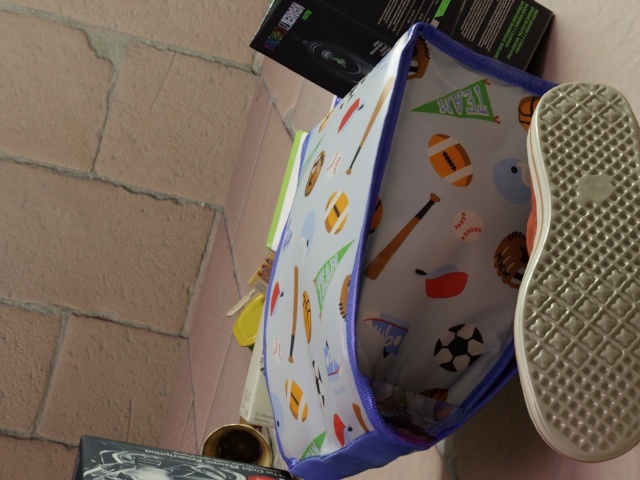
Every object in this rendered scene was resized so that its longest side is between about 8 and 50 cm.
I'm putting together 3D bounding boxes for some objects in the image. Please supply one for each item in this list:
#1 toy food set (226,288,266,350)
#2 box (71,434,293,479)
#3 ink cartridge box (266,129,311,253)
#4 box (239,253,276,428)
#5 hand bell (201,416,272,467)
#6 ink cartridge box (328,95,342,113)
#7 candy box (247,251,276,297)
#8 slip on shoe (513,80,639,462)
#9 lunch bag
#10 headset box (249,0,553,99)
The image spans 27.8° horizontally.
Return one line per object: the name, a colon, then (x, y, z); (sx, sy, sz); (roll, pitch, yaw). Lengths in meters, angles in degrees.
toy food set: (-0.096, 0.154, 2.433); (0.128, 0.071, 0.218); (-44, 20, 2)
box: (-0.199, 0.435, 1.892); (0.312, 0.343, 0.179); (-145, 68, -76)
ink cartridge box: (0.054, -0.036, 1.876); (0.255, 0.097, 0.189); (24, 102, 44)
box: (-0.042, 0.160, 2.036); (0.094, 0.113, 0.275); (-179, 100, -79)
hand bell: (-0.136, 0.351, 2.365); (0.242, 0.126, 0.126); (-70, -4, -76)
ink cartridge box: (0.062, -0.092, 1.720); (0.165, 0.065, 0.333); (43, 126, 43)
candy box: (-0.065, 0.025, 2.358); (0.109, 0.053, 0.187); (-55, 0, -26)
slip on shoe: (0.210, 0.026, 1.008); (0.101, 0.123, 0.331); (80, -169, -53)
lunch bag: (0.081, 0.044, 1.272); (0.328, 0.239, 0.385); (136, 153, -66)
headset box: (0.090, -0.231, 1.453); (0.131, 0.283, 0.246); (-63, 10, -12)
